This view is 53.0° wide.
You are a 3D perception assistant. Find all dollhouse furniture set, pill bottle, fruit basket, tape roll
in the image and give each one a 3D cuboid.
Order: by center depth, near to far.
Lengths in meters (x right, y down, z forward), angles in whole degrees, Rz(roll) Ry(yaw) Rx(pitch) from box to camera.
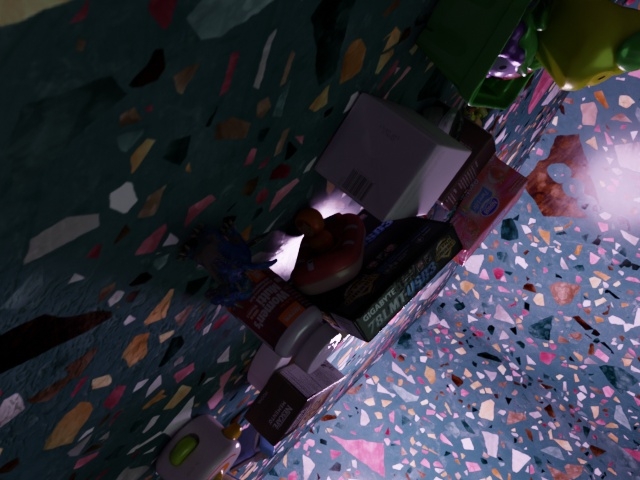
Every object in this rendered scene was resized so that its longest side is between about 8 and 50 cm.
[{"bbox_3d":[0.421,-0.365,1.235,0.282,0.392,0.392,-59,162,23],"label":"fruit basket"},{"bbox_3d":[-0.075,0.153,1.262,0.121,0.221,0.121,-46,162,-19],"label":"pill bottle"},{"bbox_3d":[-0.052,0.278,1.839,0.392,0.072,0.392,-45,161,-20],"label":"tape roll"},{"bbox_3d":[-0.307,0.658,1.982,0.286,0.198,0.303,-37,-155,33],"label":"dollhouse furniture set"}]

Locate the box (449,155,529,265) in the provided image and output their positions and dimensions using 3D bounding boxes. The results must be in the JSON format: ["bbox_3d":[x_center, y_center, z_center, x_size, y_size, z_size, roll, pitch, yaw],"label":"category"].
[{"bbox_3d":[0.465,-0.093,1.923,0.300,0.154,0.142,-46,163,-14],"label":"box"}]

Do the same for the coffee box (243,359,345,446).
[{"bbox_3d":[-0.066,0.436,1.800,0.168,0.119,0.297,-55,163,14],"label":"coffee box"}]

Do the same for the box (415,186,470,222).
[{"bbox_3d":[0.304,-0.113,1.791,0.044,0.159,0.233,-16,145,-34],"label":"box"}]

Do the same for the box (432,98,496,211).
[{"bbox_3d":[0.307,-0.205,1.600,0.203,0.167,0.168,-53,162,6],"label":"box"}]

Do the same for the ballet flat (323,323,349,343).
[{"bbox_3d":[0.064,0.222,1.794,0.086,0.086,0.248,-58,163,20],"label":"ballet flat"}]

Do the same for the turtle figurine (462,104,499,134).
[{"bbox_3d":[0.417,-0.308,1.810,0.217,0.087,0.269,-64,153,-11],"label":"turtle figurine"}]

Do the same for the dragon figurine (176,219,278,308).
[{"bbox_3d":[-0.127,0.041,1.030,0.085,0.144,0.289,-54,163,11],"label":"dragon figurine"}]

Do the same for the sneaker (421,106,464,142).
[{"bbox_3d":[0.239,-0.184,1.487,0.100,0.108,0.271,30,81,-63],"label":"sneaker"}]

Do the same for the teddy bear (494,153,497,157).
[{"bbox_3d":[0.525,-0.145,2.146,0.245,0.113,0.337,-38,-145,36],"label":"teddy bear"}]

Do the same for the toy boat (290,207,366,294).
[{"bbox_3d":[0.000,0.000,1.305,0.151,0.151,0.231,-23,-153,21],"label":"toy boat"}]

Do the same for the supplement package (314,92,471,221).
[{"bbox_3d":[0.155,-0.161,1.284,0.175,0.178,0.293,-57,162,19],"label":"supplement package"}]

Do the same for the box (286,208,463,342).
[{"bbox_3d":[0.097,0.058,1.353,0.295,0.293,0.073,-42,120,-20],"label":"box"}]

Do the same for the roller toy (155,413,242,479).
[{"bbox_3d":[-0.303,0.555,1.632,0.209,0.146,0.191,-26,151,-56],"label":"roller toy"}]
